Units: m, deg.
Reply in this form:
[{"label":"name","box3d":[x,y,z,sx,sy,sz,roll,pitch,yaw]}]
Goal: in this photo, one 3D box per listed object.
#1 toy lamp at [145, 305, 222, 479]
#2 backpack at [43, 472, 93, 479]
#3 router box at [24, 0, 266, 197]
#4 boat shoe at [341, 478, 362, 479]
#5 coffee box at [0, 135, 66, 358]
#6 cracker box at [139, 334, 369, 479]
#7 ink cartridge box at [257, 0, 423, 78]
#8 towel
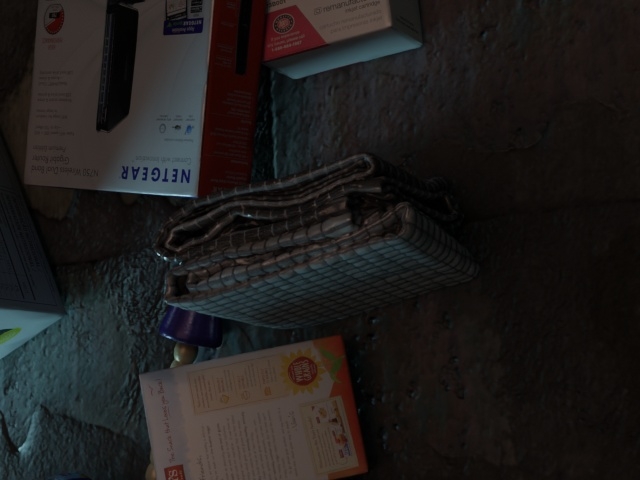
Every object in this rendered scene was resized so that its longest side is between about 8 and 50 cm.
[{"label":"toy lamp","box3d":[-0.172,0.187,1.463,0.080,0.080,0.274,16,94,27]},{"label":"backpack","box3d":[-0.326,0.349,1.471,0.117,0.158,0.173,38,107,31]},{"label":"router box","box3d":[-0.213,-0.204,1.463,0.335,0.082,0.301,5,90,42]},{"label":"boat shoe","box3d":[0.113,0.322,1.281,0.324,0.120,0.122,-1,84,26]},{"label":"coffee box","box3d":[-0.589,0.016,1.540,0.338,0.334,0.338,-32,69,21]},{"label":"cracker box","box3d":[-0.073,0.204,1.371,0.232,0.067,0.155,-11,79,0]},{"label":"ink cartridge box","box3d":[0.010,-0.326,1.414,0.172,0.100,0.237,-11,79,25]},{"label":"towel","box3d":[0.000,0.000,1.312,0.284,0.235,0.121,-19,71,23]}]
